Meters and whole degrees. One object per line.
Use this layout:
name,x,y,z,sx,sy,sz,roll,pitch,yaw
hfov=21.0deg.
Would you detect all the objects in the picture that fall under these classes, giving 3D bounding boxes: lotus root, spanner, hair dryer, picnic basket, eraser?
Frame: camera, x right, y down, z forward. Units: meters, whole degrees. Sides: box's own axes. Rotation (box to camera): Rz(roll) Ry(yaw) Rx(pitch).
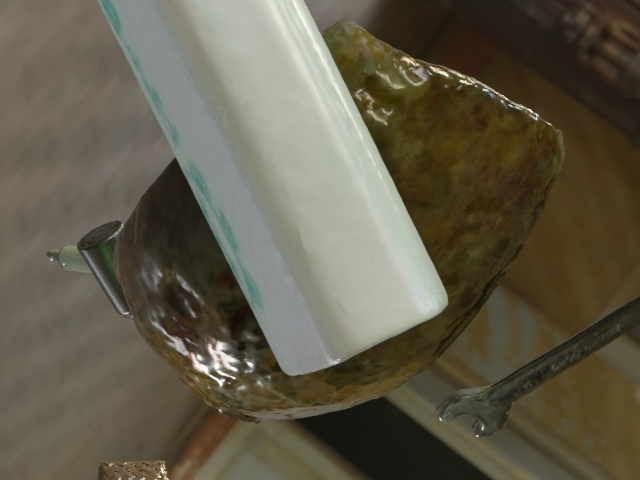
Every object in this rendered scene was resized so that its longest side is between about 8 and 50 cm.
lotus root,-0.004,-0.001,1.126,0.314,0.210,0.142,-51,164,20
spanner,0.192,0.074,1.244,0.254,0.054,0.015,-35,-145,25
hair dryer,-0.257,0.027,1.942,0.057,0.100,0.198,-38,-156,-25
picnic basket,-0.267,0.368,2.352,0.110,0.055,0.193,0,135,-20
eraser,-0.038,-0.074,0.949,0.104,0.290,0.189,-26,180,-12
